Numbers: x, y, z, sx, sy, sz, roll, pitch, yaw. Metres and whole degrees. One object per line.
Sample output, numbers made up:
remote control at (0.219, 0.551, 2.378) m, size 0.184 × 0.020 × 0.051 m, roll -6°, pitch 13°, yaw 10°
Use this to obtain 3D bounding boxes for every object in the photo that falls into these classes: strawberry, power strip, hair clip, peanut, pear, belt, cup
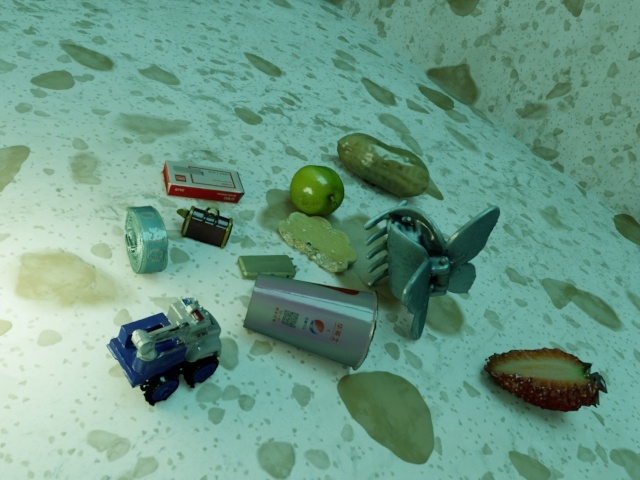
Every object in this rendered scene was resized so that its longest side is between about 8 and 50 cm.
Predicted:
strawberry at (0.598, 0.390, 1.472) m, size 0.306 × 0.137 × 0.233 m, roll 2°, pitch 15°, yaw 6°
power strip at (-0.138, 0.072, 1.440) m, size 0.169 × 0.028 × 0.076 m, roll 2°, pitch 42°, yaw -30°
hair clip at (0.270, 0.059, 1.471) m, size 0.392 × 0.318 × 0.238 m, roll -39°, pitch 54°, yaw -24°
peanut at (0.240, -0.297, 2.038) m, size 0.387 × 0.169 × 0.192 m, roll 26°, pitch 29°, yaw -1°
pear at (0.005, -0.152, 1.682) m, size 0.180 × 0.166 × 0.216 m, roll 21°, pitch 5°, yaw -43°
belt at (-0.416, 0.001, 1.252) m, size 0.082 × 0.147 × 0.163 m, roll -2°, pitch 16°, yaw -32°
cup at (-0.028, 0.177, 1.263) m, size 0.288 × 0.203 × 0.203 m, roll 15°, pitch 36°, yaw -6°

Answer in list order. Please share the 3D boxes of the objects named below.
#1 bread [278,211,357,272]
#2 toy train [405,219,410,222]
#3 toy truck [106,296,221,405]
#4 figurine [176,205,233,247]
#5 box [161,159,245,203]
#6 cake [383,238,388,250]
bread at (0.000, 0.000, 1.615) m, size 0.251 × 0.039 × 0.182 m, roll 35°, pitch 35°, yaw 10°
toy train at (0.303, -0.041, 1.859) m, size 0.138 × 0.050 × 0.087 m, roll 27°, pitch 32°, yaw -1°
toy truck at (-0.296, 0.196, 1.051) m, size 0.213 × 0.177 × 0.161 m, roll -17°, pitch 54°, yaw -45°
figurine at (-0.311, -0.054, 1.427) m, size 0.154 × 0.098 × 0.082 m, roll 20°, pitch 39°, yaw -15°
box at (-0.350, -0.174, 1.592) m, size 0.229 × 0.050 × 0.123 m, roll 5°, pitch 41°, yaw -28°
cake at (0.317, 0.051, 1.706) m, size 0.235 × 0.100 × 0.099 m, roll 26°, pitch 35°, yaw -4°
